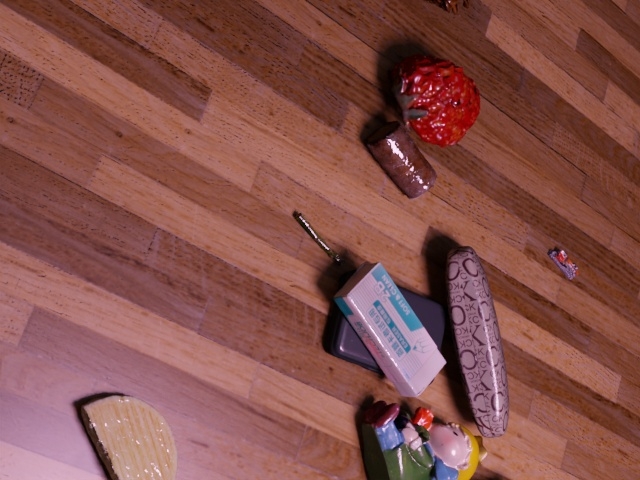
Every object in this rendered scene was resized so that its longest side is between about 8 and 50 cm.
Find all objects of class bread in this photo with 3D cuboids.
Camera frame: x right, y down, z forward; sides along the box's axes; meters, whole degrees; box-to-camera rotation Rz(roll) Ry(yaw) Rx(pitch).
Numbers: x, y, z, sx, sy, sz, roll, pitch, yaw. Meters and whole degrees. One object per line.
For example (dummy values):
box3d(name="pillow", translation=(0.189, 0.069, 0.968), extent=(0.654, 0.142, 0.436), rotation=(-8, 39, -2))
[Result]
box3d(name="bread", translation=(-0.268, 0.304, 1.345), extent=(0.112, 0.036, 0.193), rotation=(-28, 97, -39))

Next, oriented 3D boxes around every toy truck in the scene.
box3d(name="toy truck", translation=(0.512, 0.046, 1.931), extent=(0.032, 0.024, 0.083), rotation=(-42, 114, 0))

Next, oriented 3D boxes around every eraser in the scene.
box3d(name="eraser", translation=(0.119, 0.152, 1.562), extent=(0.095, 0.052, 0.225), rotation=(-44, 109, -31))

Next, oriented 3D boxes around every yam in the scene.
box3d(name="yam", translation=(0.149, -0.147, 1.669), extent=(0.141, 0.079, 0.079), rotation=(51, 59, -21))

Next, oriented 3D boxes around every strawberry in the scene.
box3d(name="strawberry", translation=(0.239, -0.277, 1.699), extent=(0.236, 0.111, 0.190), rotation=(-12, 69, -47))

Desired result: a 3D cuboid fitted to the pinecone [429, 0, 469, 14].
box3d(name="pinecone", translation=(0.250, -0.567, 1.672), extent=(0.246, 0.292, 0.246), rotation=(33, 26, -18))

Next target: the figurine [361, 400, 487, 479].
box3d(name="figurine", translation=(0.189, 0.353, 1.616), extent=(0.234, 0.127, 0.185), rotation=(-13, 84, -25))

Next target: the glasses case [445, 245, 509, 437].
box3d(name="glasses case", translation=(0.290, 0.185, 1.694), extent=(0.137, 0.085, 0.355), rotation=(-14, 94, -74))

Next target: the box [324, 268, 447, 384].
box3d(name="box", translation=(0.121, 0.156, 1.625), extent=(0.230, 0.050, 0.160), rotation=(24, 72, -31))

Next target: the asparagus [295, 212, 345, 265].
box3d(name="asparagus", translation=(0.000, 0.000, 1.581), extent=(0.127, 0.018, 0.015), rotation=(48, 21, -24))
